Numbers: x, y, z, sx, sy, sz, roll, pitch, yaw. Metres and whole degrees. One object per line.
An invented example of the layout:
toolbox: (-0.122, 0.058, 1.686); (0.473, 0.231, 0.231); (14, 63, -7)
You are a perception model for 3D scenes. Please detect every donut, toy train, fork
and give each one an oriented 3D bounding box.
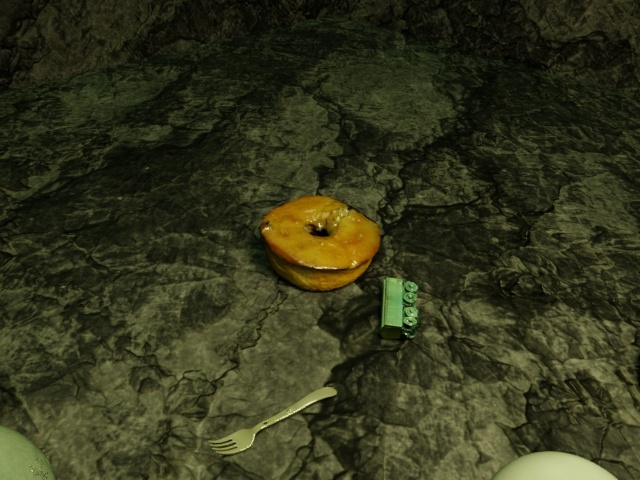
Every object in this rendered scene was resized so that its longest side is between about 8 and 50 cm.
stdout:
donut: (-0.002, -0.001, 1.146); (0.253, 0.118, 0.253); (0, 33, 0)
toy train: (0.148, 0.128, 1.037); (0.071, 0.038, 0.148); (3, 36, 6)
fork: (-0.067, 0.272, 0.846); (0.219, 0.028, 0.034); (-18, 32, -31)

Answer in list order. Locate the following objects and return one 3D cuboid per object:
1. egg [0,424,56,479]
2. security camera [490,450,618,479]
egg: (-0.428, 0.303, 0.659); (0.236, 0.169, 0.169); (14, 37, 7)
security camera: (0.283, 0.346, 0.601); (0.194, 0.195, 0.236); (-9, 41, -14)
